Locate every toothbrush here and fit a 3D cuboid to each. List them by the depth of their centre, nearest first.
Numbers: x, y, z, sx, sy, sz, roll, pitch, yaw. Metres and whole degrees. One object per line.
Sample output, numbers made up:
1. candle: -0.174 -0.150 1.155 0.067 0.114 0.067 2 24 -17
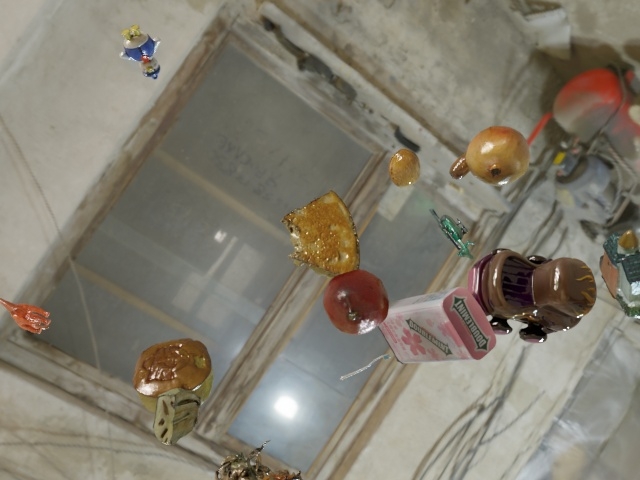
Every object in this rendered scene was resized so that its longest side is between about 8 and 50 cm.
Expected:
1. toothbrush: 0.129 0.371 1.793 0.014 0.162 0.017 60 -175 -72

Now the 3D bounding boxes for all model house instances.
1. model house: 1.007 0.071 1.927 0.253 0.185 0.291 -93 -19 -46

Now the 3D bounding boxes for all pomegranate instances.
1. pomegranate: 0.542 -0.255 1.866 0.191 0.191 0.191 33 176 3

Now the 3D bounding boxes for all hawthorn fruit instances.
1. hawthorn fruit: 0.085 0.160 1.517 0.169 0.169 0.188 33 -154 1

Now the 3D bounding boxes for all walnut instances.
1. walnut: 0.359 -0.310 2.606 0.144 0.144 0.180 30 141 37

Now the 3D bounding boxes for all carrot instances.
1. carrot: 0.504 -0.277 2.027 0.060 0.186 0.060 45 -175 -5

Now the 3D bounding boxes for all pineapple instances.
1. pineapple: -0.208 0.759 1.890 0.272 0.262 0.262 29 175 44

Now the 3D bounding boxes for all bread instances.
1. bread: -0.481 0.440 1.997 0.270 0.270 0.147 30 135 40

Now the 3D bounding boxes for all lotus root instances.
1. lotus root: -0.381 0.456 1.618 0.070 0.142 0.144 8 178 22

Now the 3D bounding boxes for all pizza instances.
1. pizza: 0.000 0.000 1.786 0.223 0.323 0.089 -5 149 -14

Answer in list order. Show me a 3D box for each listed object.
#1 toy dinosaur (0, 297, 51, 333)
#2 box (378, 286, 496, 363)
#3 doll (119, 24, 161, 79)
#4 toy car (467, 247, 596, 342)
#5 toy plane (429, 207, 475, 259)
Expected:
1. toy dinosaur: -0.733 0.185 1.513 0.102 0.055 0.279 13 150 0
2. box: 0.305 0.244 1.703 0.190 0.112 0.370 61 154 -3
3. doll: -0.400 -0.420 1.375 0.142 0.099 0.057 74 171 -55
4. toy car: 0.624 0.144 1.784 0.341 0.271 0.240 12 159 -11
5. toy plane: 0.430 -0.018 1.951 0.096 0.060 0.235 20 -151 -40
